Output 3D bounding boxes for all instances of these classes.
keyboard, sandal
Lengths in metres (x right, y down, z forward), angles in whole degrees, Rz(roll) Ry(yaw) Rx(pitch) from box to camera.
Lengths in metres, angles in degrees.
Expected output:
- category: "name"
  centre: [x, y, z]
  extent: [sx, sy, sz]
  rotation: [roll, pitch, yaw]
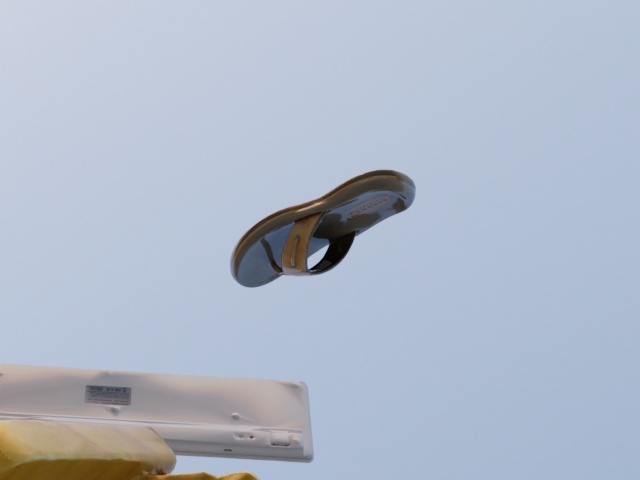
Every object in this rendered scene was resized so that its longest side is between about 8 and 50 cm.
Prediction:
- category: "keyboard"
  centre: [-0.132, 0.104, 0.923]
  extent: [0.256, 0.014, 0.072]
  rotation: [5, -150, -8]
- category: "sandal"
  centre: [0.000, 0.000, 1.203]
  extent: [0.180, 0.072, 0.049]
  rotation: [-26, -121, 25]

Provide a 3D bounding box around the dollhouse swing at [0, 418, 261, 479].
- category: "dollhouse swing"
  centre: [-0.114, 0.222, 0.534]
  extent: [0.315, 0.305, 0.347]
  rotation: [-44, -121, -7]
